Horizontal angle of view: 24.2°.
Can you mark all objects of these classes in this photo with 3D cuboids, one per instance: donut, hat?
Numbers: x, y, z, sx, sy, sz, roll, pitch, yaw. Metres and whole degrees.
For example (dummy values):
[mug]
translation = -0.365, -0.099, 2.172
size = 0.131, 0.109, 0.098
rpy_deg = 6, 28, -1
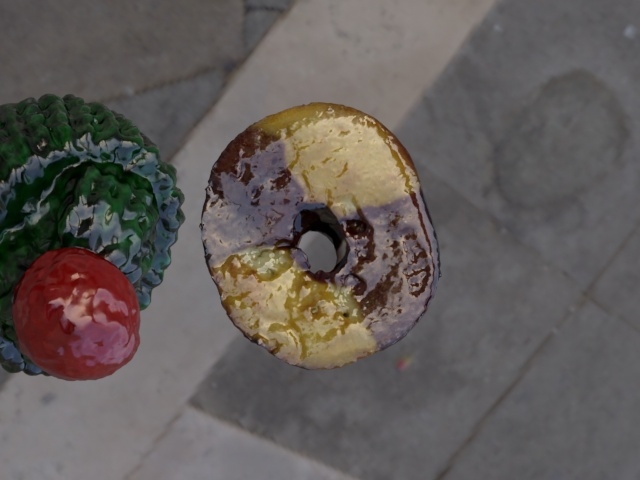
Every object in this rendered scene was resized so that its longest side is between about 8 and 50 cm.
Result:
[donut]
translation = 0.000, 0.000, 1.060
size = 0.166, 0.184, 0.073
rpy_deg = -30, 171, -3
[hat]
translation = -0.232, 0.022, 1.418
size = 0.242, 0.332, 0.274
rpy_deg = 0, 111, -24
